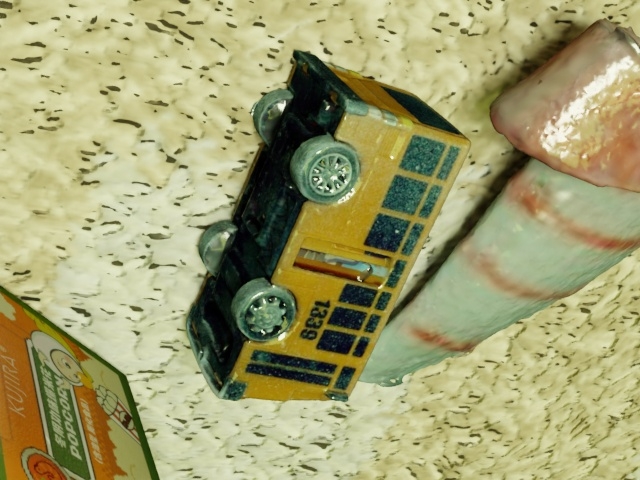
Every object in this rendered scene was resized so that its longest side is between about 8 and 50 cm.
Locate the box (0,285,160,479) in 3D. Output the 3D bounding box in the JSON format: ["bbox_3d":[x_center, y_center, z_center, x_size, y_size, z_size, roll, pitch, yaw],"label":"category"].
[{"bbox_3d":[-0.190,0.145,0.539,0.177,0.195,0.148,-42,126,6],"label":"box"}]

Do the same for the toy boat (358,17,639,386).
[{"bbox_3d":[0.134,0.003,0.670,0.206,0.096,0.282,14,123,-45],"label":"toy boat"}]

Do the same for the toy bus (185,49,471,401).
[{"bbox_3d":[0.000,0.000,0.597,0.103,0.091,0.182,14,111,-28],"label":"toy bus"}]
